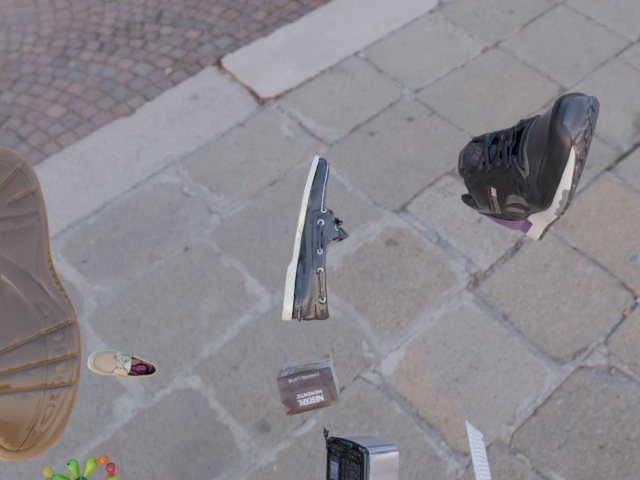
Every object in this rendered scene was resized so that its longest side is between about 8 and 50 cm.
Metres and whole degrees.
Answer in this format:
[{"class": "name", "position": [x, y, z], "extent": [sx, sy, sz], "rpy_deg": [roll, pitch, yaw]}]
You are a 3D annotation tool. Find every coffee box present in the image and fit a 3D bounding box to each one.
[{"class": "coffee box", "position": [-0.029, 0.368, 1.884], "extent": [0.141, 0.246, 0.098], "rpy_deg": [-15, 89, 1]}]

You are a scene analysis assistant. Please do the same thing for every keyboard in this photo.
[{"class": "keyboard", "position": [0.352, 0.514, 1.579], "extent": [0.014, 0.072, 0.256], "rpy_deg": [-28, 36, 22]}]

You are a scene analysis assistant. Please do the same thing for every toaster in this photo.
[{"class": "toaster", "position": [0.093, 0.550, 1.744], "extent": [0.110, 0.168, 0.185], "rpy_deg": [3, 86, -35]}]

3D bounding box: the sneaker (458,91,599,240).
[{"class": "sneaker", "position": [0.211, -0.077, 0.798], "extent": [0.124, 0.283, 0.107], "rpy_deg": [19, 74, 11]}]

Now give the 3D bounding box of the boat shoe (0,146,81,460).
[{"class": "boat shoe", "position": [-0.315, 0.062, 0.722], "extent": [0.109, 0.098, 0.302], "rpy_deg": [-11, 92, -39]}]

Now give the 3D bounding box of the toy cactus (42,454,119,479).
[{"class": "toy cactus", "position": [-0.549, 0.593, 1.689], "extent": [0.219, 0.180, 0.112], "rpy_deg": [-14, 14, 13]}]

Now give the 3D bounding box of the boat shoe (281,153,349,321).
[{"class": "boat shoe", "position": [0.000, 0.000, 1.469], "extent": [0.113, 0.127, 0.339], "rpy_deg": [10, 81, -2]}]

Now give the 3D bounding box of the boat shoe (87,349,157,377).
[{"class": "boat shoe", "position": [-0.372, 0.235, 1.382], "extent": [0.135, 0.045, 0.050], "rpy_deg": [14, 77, -40]}]
